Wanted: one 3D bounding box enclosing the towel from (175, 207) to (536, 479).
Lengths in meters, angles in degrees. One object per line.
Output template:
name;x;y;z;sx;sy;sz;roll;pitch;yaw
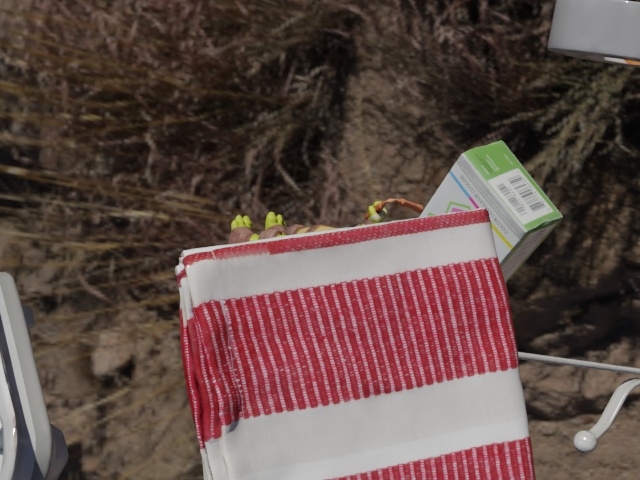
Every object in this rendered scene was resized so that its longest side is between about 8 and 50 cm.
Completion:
towel;0.039;0.153;0.722;0.037;0.237;0.328;168;93;-71

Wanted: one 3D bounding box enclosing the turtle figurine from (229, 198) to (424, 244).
turtle figurine;0.000;0.000;1.446;0.217;0.270;0.087;5;111;42

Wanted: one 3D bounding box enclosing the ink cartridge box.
ink cartridge box;0.161;0.002;1.168;0.109;0.062;0.209;55;143;20

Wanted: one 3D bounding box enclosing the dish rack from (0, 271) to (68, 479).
dish rack;-0.333;0.207;1.020;0.332;0.072;0.285;-58;41;27

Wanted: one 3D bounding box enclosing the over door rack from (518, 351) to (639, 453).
over door rack;0.286;0.134;0.898;0.240;0.324;0.108;-1;68;55

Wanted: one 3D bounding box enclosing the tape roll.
tape roll;0.421;-0.275;1.449;0.219;0.219;0.072;17;101;41
